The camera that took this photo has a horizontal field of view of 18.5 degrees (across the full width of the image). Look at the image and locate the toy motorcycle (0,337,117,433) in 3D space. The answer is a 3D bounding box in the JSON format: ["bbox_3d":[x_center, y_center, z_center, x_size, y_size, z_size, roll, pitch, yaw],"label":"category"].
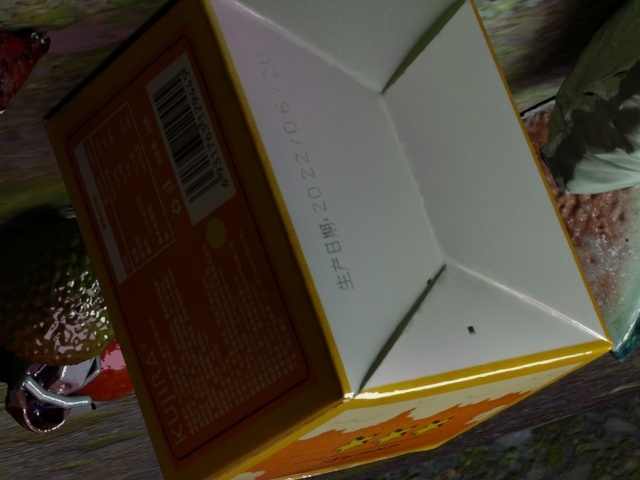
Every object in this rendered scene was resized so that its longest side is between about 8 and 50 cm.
[{"bbox_3d":[-0.210,0.085,1.668,0.213,0.122,0.082,-32,148,32],"label":"toy motorcycle"}]

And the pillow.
[{"bbox_3d":[0.329,-0.155,1.512,0.283,0.138,0.310,-24,167,-16],"label":"pillow"}]

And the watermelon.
[{"bbox_3d":[0.226,-0.024,1.753,0.201,0.262,0.213,6,172,10],"label":"watermelon"}]

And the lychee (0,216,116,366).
[{"bbox_3d":[-0.207,0.043,1.537,0.114,0.114,0.146,-10,147,-34],"label":"lychee"}]

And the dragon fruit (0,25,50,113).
[{"bbox_3d":[-0.223,-0.076,1.196,0.131,0.063,0.097,-31,161,35],"label":"dragon fruit"}]

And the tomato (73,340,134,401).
[{"bbox_3d":[-0.190,0.100,1.814,0.166,0.082,0.174,-22,163,2],"label":"tomato"}]

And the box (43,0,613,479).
[{"bbox_3d":[0.000,0.000,1.327,0.259,0.283,0.214,-5,160,-44],"label":"box"}]
